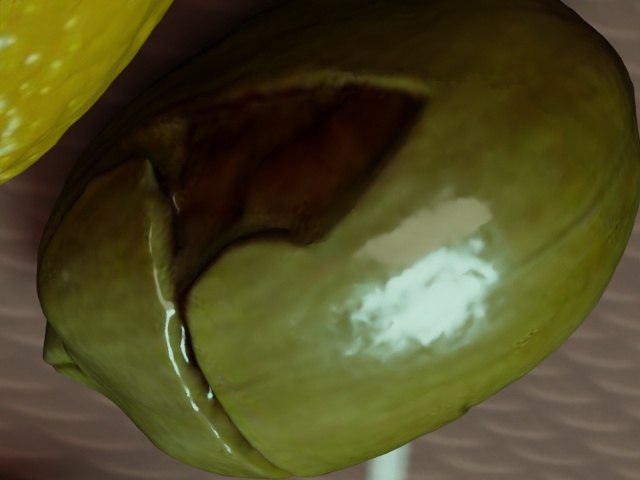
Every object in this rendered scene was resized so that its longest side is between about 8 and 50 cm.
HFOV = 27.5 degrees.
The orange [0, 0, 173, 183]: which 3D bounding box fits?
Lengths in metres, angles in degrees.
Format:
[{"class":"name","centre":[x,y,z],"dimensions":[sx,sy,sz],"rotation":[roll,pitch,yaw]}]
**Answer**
[{"class":"orange","centre":[-0.177,-0.147,0.379],"dimensions":[0.340,0.341,0.293],"rotation":[-34,144,6]}]

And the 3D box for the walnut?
[{"class":"walnut","centre":[0.000,0.000,0.575],"dimensions":[0.297,0.203,0.203],"rotation":[-29,121,22]}]
